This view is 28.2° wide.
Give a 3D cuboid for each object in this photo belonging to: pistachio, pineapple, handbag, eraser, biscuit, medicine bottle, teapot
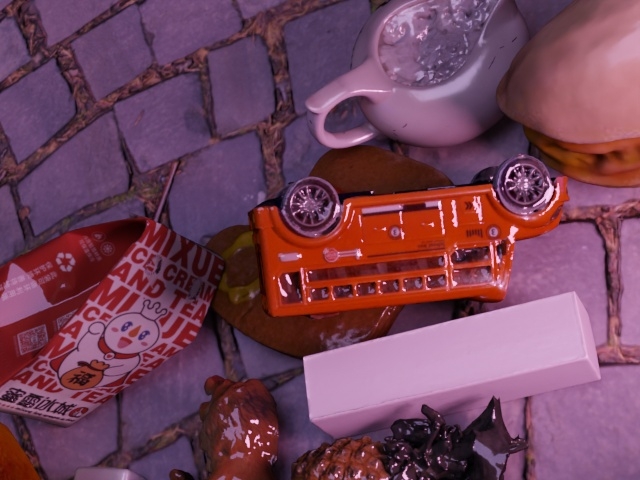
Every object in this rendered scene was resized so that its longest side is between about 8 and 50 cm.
[{"bbox_3d":[0.341,-0.183,1.303,0.309,0.230,0.230,-29,58,21],"label":"pistachio"},{"bbox_3d":[0.093,0.233,1.292,0.237,0.111,0.119,-22,86,7],"label":"pineapple"},{"bbox_3d":[-0.261,0.079,1.455,0.298,0.171,0.151,-34,58,20],"label":"handbag"},{"bbox_3d":[0.134,0.133,1.329,0.298,0.078,0.076,-16,61,17],"label":"eraser"},{"bbox_3d":[-0.001,-0.001,1.468,0.262,0.052,0.277,29,81,31],"label":"biscuit"},{"bbox_3d":[-0.244,0.317,1.428,0.074,0.055,0.118,-3,65,22],"label":"medicine bottle"},{"bbox_3d":[0.118,-0.198,1.451,0.299,0.166,0.208,-35,69,-6],"label":"teapot"}]

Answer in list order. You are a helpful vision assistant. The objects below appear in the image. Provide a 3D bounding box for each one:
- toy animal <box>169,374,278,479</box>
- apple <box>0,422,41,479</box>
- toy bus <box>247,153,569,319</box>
[{"bbox_3d":[-0.076,0.279,1.341,0.157,0.097,0.312,-39,54,10],"label":"toy animal"},{"bbox_3d":[-0.447,0.324,1.339,0.374,0.374,0.384,27,109,31],"label":"apple"},{"bbox_3d":[0.094,-0.001,1.332,0.329,0.143,0.153,-6,90,-7],"label":"toy bus"}]
